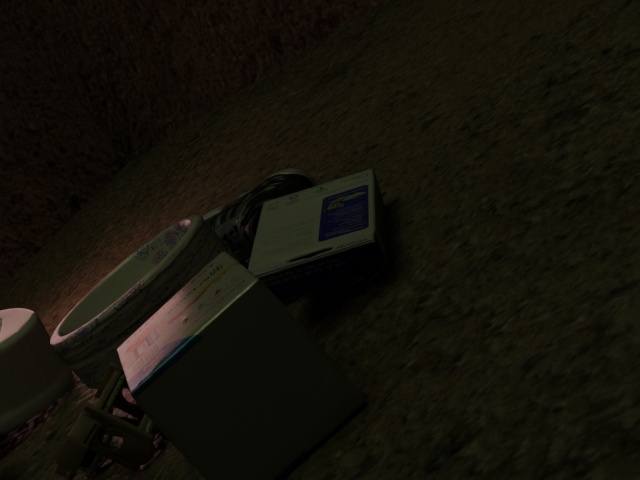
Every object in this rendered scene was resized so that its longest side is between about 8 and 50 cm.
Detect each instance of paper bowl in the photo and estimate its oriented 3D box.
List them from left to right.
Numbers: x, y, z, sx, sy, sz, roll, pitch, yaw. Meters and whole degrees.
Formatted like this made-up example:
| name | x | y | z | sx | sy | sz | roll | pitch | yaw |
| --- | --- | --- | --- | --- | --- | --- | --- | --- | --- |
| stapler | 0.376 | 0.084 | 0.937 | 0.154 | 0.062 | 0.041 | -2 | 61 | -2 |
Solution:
| name | x | y | z | sx | sy | sz | roll | pitch | yaw |
| --- | --- | --- | --- | --- | --- | --- | --- | --- | --- |
| paper bowl | -0.235 | 0.105 | 2.003 | 0.284 | 0.148 | 0.284 | -39 | 13 | 11 |

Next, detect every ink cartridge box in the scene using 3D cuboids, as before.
| name | x | y | z | sx | sy | sz | roll | pitch | yaw |
| --- | --- | --- | --- | --- | --- | --- | --- | --- | --- |
| ink cartridge box | -0.091 | 0.137 | 1.454 | 0.171 | 0.168 | 0.232 | -42 | 13 | -4 |
| ink cartridge box | 0.000 | 0.000 | 1.772 | 0.165 | 0.065 | 0.333 | -16 | 16 | 8 |

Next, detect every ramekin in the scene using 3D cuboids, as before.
| name | x | y | z | sx | sy | sz | roll | pitch | yaw |
| --- | --- | --- | --- | --- | --- | --- | --- | --- | --- |
| ramekin | -0.577 | 0.227 | 2.392 | 0.277 | 0.135 | 0.277 | -18 | 17 | 6 |

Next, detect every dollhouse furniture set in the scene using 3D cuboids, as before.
| name | x | y | z | sx | sy | sz | roll | pitch | yaw |
| --- | --- | --- | --- | --- | --- | --- | --- | --- | --- |
| dollhouse furniture set | -0.270 | 0.277 | 1.745 | 0.161 | 0.101 | 0.182 | -61 | 4 | 27 |

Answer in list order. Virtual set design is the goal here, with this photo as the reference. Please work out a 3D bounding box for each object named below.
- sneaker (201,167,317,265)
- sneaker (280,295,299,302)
| name | x | y | z | sx | sy | sz | roll | pitch | yaw |
| --- | --- | --- | --- | --- | --- | --- | --- | --- | --- |
| sneaker | -0.122 | -0.008 | 2.150 | 0.268 | 0.101 | 0.153 | -36 | 11 | 9 |
| sneaker | -0.066 | 0.062 | 1.884 | 0.152 | 0.054 | 0.061 | -32 | 13 | 35 |
